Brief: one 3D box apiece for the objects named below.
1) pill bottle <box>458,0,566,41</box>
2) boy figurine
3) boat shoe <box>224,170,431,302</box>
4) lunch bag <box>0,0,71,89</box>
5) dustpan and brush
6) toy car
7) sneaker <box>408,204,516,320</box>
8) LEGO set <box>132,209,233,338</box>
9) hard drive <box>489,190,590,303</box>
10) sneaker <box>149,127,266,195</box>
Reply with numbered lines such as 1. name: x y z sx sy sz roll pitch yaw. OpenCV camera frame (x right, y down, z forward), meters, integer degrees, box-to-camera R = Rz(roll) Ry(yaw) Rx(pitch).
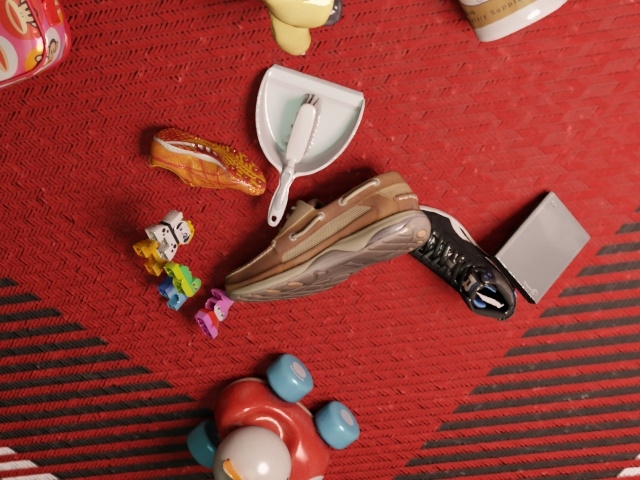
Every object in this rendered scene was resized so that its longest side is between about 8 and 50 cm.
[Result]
1. pill bottle: 0.206 -0.377 1.038 0.131 0.131 0.229 -27 105 12
2. boy figurine: -0.018 -0.309 0.997 0.092 0.285 0.177 9 105 0
3. boat shoe: 0.000 0.000 1.203 0.324 0.123 0.116 -23 72 20
4. lunch bag: -0.440 -0.325 1.017 0.258 0.120 0.293 -15 109 11
5. dustpan and brush: -0.036 -0.123 1.178 0.147 0.060 0.211 18 109 -2
6. toy car: -0.081 0.332 1.243 0.219 0.238 0.210 -40 102 16
7. sneaker: 0.194 0.031 1.183 0.217 0.121 0.079 34 107 -8
8. LEGO set: -0.198 0.027 1.227 0.087 0.093 0.227 17 144 33
9. hard drive: 0.311 0.010 1.185 0.094 0.022 0.135 47 73 -12
10. sneaker: -0.160 -0.104 1.203 0.175 0.064 0.067 24 129 1
